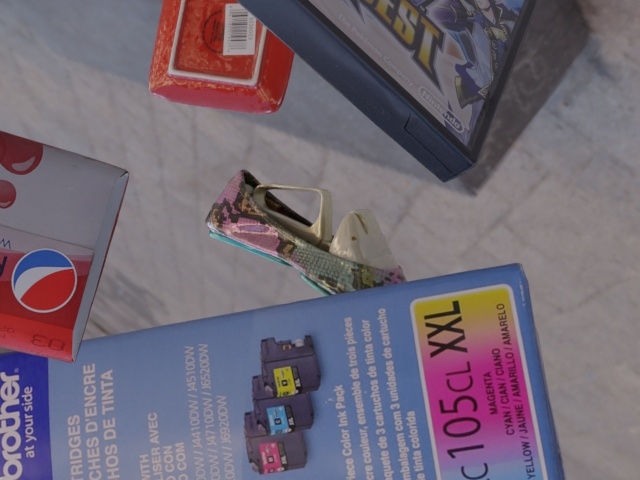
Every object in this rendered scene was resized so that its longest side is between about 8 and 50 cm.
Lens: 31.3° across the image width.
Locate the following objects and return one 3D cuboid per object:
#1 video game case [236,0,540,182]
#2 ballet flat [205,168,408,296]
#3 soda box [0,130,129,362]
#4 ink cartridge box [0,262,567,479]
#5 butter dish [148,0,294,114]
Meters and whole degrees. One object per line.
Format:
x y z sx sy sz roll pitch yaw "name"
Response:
0.021 -0.208 0.669 0.275 0.248 0.035 39 141 -18 "video game case"
0.000 0.000 0.927 0.222 0.079 0.077 28 -168 30 "ballet flat"
-0.177 -0.010 0.545 0.092 0.083 0.263 16 177 -25 "soda box"
-0.046 0.145 0.753 0.270 0.396 0.151 56 -156 -70 "ink cartridge box"
-0.087 -0.214 1.240 0.160 0.160 0.118 10 179 19 "butter dish"
